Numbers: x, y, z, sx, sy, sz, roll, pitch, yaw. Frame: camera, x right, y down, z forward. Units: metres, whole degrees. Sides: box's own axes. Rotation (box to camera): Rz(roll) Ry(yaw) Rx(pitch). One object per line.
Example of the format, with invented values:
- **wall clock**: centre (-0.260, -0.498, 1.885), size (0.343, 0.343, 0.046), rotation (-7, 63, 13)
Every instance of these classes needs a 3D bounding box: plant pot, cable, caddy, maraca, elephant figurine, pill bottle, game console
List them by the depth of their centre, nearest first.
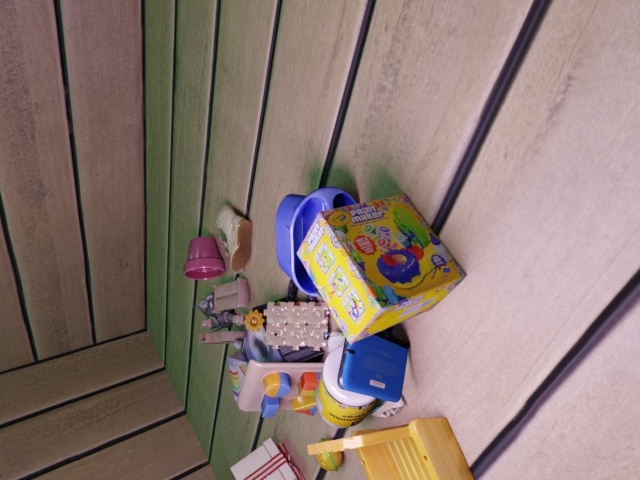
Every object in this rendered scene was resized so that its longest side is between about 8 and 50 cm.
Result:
- **game console**: centre (0.103, 0.292, 1.281), size (0.173, 0.293, 0.250), rotation (-3, 66, 41)
- **caddy**: centre (0.000, 0.000, 1.399), size (0.179, 0.241, 0.341), rotation (27, 123, 54)
- **pill bottle**: centre (0.084, 0.479, 1.471), size (0.188, 0.188, 0.333), rotation (54, 154, 29)
- **cable**: centre (-0.072, 0.206, 1.759), size (0.150, 0.047, 0.184), rotation (57, 140, 18)
- **maraca**: centre (0.033, 0.824, 1.780), size (0.185, 0.099, 0.127), rotation (89, 156, -67)
- **plant pot**: centre (-0.593, 0.087, 2.347), size (0.201, 0.202, 0.180), rotation (-41, 52, 53)
- **elephant figurine**: centre (-0.516, 0.389, 2.378), size (0.239, 0.169, 0.186), rotation (55, 173, 3)

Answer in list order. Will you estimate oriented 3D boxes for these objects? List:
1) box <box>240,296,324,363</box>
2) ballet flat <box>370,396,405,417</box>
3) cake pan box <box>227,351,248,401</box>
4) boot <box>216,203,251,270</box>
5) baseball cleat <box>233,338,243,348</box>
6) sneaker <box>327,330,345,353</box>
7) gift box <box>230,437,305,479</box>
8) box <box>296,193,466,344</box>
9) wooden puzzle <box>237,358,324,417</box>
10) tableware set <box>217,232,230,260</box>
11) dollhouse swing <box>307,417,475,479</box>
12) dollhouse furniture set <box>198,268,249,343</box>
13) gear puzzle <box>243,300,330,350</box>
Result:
- **box**: centre (-0.167, 0.443, 1.852), size (0.294, 0.183, 0.296), rotation (52, 139, 33)
- **ballet flat**: centre (0.209, 0.530, 1.453), size (0.052, 0.057, 0.168), rotation (50, 140, 17)
- **cake pan box**: centre (-0.333, 0.691, 2.244), size (0.267, 0.070, 0.245), rotation (3, 106, 42)
- **boot**: centre (-0.401, -0.014, 2.099), size (0.203, 0.095, 0.261), rotation (38, 129, 42)
- **baseball cleat**: centre (-0.291, 0.468, 2.094), size (0.206, 0.072, 0.109), rotation (20, 99, 11)
- **sneaker**: centre (0.072, 0.345, 1.555), size (0.115, 0.090, 0.232), rotation (59, 142, 29)
- **gift box**: centre (-0.234, 1.095, 2.127), size (0.255, 0.258, 0.276), rotation (45, 155, 35)
- **box**: centre (0.146, 0.060, 1.161), size (0.279, 0.290, 0.177), rotation (57, 142, 24)
- **wooden puzzle**: centre (-0.110, 0.556, 1.682), size (0.080, 0.348, 0.322), rotation (-97, 20, -47)
- **tableware set**: centre (-0.451, 0.042, 2.224), size (0.141, 0.020, 0.168), rotation (19, 135, 59)
- **dollhouse swing**: centre (0.185, 0.665, 1.313), size (0.347, 0.305, 0.315), rotation (-42, 66, 52)
- **dollhouse furniture set**: centre (-0.430, 0.316, 2.247), size (0.303, 0.174, 0.355), rotation (-16, 68, 38)
- **gear puzzle**: centre (-0.126, 0.310, 1.696), size (0.339, 0.044, 0.175), rotation (-2, 80, 18)
